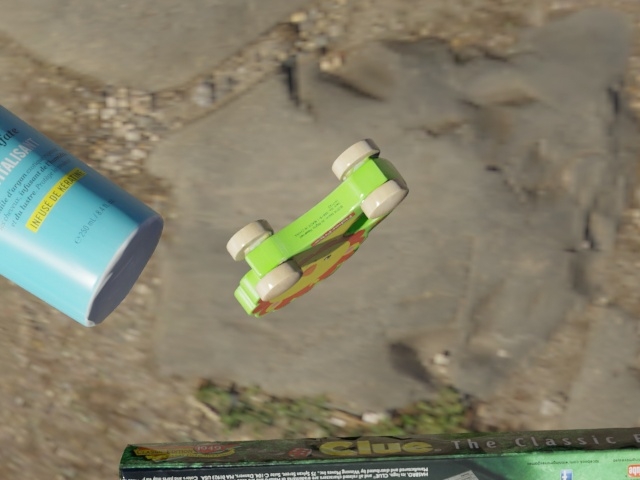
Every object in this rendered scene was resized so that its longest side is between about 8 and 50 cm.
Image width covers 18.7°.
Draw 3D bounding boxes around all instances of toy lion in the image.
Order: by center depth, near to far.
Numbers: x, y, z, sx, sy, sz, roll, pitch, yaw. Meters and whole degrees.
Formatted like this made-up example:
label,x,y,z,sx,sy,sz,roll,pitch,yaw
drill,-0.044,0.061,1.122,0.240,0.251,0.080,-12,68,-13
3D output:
label,x,y,z,sx,sy,sz,roll,pitch,yaw
toy lion,0.000,0.000,0.933,0.100,0.096,0.034,-38,77,4

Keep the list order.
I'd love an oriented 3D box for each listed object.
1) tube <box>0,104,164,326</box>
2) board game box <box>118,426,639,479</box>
label,x,y,z,sx,sy,sz,roll,pitch,yaw
tube,-0.161,-0.042,0.776,0.207,0.052,0.080,32,55,9
board game box,0.065,0.131,0.657,0.260,0.030,0.136,-1,99,-2
